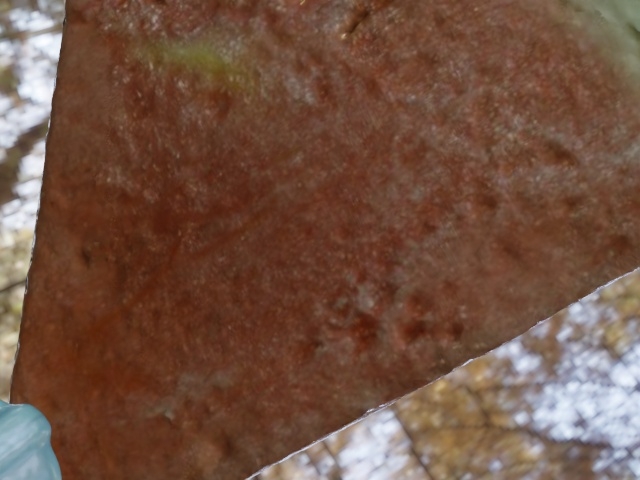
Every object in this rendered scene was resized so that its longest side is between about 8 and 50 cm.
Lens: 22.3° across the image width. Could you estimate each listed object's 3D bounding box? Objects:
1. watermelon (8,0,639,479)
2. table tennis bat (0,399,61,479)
[{"bbox_3d":[0.011,-0.036,0.569,0.283,0.292,0.250,32,-41,-2],"label":"watermelon"},{"bbox_3d":[-0.133,0.093,0.309,0.040,0.244,0.153,44,-56,7],"label":"table tennis bat"}]
